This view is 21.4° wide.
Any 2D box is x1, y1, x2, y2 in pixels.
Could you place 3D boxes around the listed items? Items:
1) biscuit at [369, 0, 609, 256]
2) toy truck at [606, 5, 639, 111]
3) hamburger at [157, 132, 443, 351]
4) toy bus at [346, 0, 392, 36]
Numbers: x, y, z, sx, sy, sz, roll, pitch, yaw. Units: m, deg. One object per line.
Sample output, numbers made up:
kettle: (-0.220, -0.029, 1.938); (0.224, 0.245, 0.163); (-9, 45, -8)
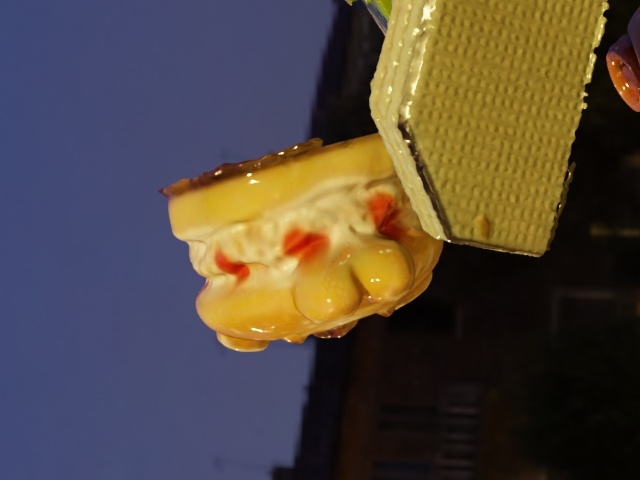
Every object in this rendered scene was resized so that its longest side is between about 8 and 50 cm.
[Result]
biscuit: (0.105, -0.120, 1.026); (0.150, 0.052, 0.252); (7, -82, -37)
toy truck: (0.416, -0.158, 1.657); (0.288, 0.204, 0.211); (63, 171, -2)
hamburger: (0.000, 0.000, 1.614); (0.302, 0.261, 0.186); (-20, 86, 66)
toy bus: (0.078, -0.194, 1.283); (0.139, 0.113, 0.302); (56, -175, -17)
